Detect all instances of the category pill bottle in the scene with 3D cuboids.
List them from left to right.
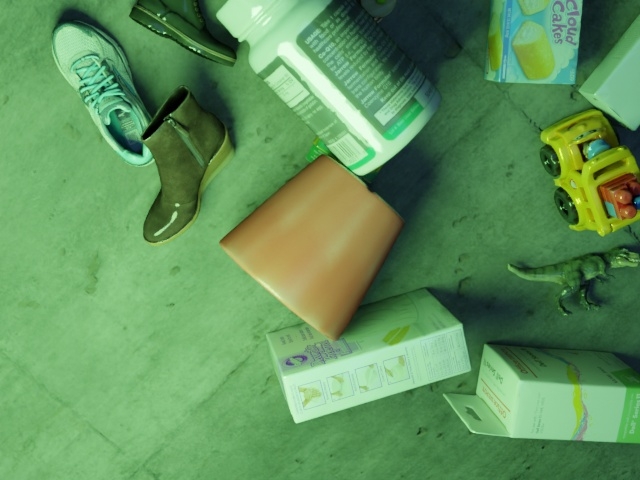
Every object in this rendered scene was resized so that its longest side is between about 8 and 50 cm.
[{"bbox_3d":[0.012,-0.300,1.594,0.204,0.204,0.361,-44,102,1],"label":"pill bottle"}]

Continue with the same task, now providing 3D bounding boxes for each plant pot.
[{"bbox_3d":[0.000,0.000,1.694,0.275,0.275,0.243,40,90,-16],"label":"plant pot"}]

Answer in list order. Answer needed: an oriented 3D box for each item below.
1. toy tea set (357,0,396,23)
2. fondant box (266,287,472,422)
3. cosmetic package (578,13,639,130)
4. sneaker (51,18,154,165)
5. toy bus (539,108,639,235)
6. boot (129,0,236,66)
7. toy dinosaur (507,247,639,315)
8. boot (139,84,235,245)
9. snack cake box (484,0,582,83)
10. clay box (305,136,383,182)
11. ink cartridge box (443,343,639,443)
[{"bbox_3d":[-0.014,-0.490,1.650,0.336,0.124,0.200,17,99,-13],"label":"toy tea set"},{"bbox_3d":[0.081,0.203,1.762,0.330,0.238,0.096,-17,105,-6],"label":"fondant box"},{"bbox_3d":[0.613,-0.335,1.820,0.117,0.085,0.231,39,95,-15],"label":"cosmetic package"},{"bbox_3d":[-0.359,-0.252,1.642,0.110,0.122,0.283,-33,106,-1],"label":"sneaker"},{"bbox_3d":[0.525,-0.120,1.787,0.149,0.211,0.220,-24,104,-3],"label":"toy bus"},{"bbox_3d":[-0.212,-0.399,1.665,0.197,0.077,0.137,27,91,-16],"label":"boot"},{"bbox_3d":[0.504,0.085,1.906,0.268,0.064,0.118,-8,89,-8],"label":"toy dinosaur"},{"bbox_3d":[-0.263,-0.126,1.654,0.248,0.090,0.207,-54,149,-7],"label":"boot"},{"bbox_3d":[0.393,-0.422,1.758,0.152,0.089,0.264,0,103,-9],"label":"snack cake box"},{"bbox_3d":[0.084,-0.208,1.768,0.127,0.053,0.222,32,95,-15],"label":"clay box"},{"bbox_3d":[0.437,0.292,1.861,0.353,0.207,0.119,5,103,-12],"label":"ink cartridge box"}]
